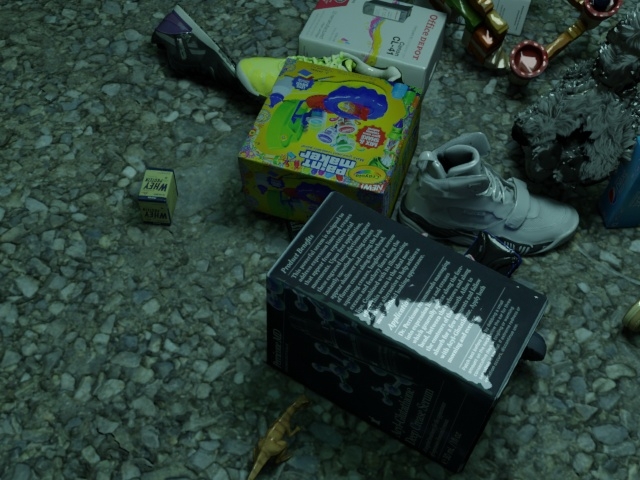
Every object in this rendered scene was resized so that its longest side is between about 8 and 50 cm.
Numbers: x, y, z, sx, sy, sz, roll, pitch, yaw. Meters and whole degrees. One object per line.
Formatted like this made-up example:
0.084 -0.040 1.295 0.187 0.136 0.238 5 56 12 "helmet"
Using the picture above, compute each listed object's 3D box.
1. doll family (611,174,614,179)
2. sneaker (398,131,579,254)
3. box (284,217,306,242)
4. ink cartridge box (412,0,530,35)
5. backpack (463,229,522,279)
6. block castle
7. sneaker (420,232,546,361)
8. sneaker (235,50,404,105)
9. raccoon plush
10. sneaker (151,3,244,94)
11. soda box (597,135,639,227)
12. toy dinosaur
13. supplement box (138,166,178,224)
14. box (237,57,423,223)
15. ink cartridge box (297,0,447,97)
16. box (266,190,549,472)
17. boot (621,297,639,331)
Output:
0.735 -0.141 1.674 0.163 0.118 0.263 -20 57 -17 "doll family"
0.344 -0.089 1.559 0.365 0.210 0.137 6 54 1 "sneaker"
0.000 0.000 1.589 0.116 0.029 0.162 -11 53 -11 "box"
0.397 -0.663 2.039 0.289 0.122 0.211 14 55 7 "ink cartridge box"
0.318 0.059 1.520 0.098 0.101 0.120 40 94 25 "backpack"
0.431 -0.606 1.821 0.303 0.213 0.453 -39 84 3 "block castle"
0.278 0.096 1.432 0.319 0.112 0.131 31 70 10 "sneaker"
0.004 -0.362 1.760 0.384 0.147 0.145 10 50 -5 "sneaker"
0.562 -0.290 1.599 0.216 0.446 0.299 43 23 -6 "raccoon plush"
-0.285 -0.416 1.859 0.124 0.107 0.283 -43 70 2 "sneaker"
0.633 -0.114 1.591 0.071 0.210 0.067 -2 54 -7 "soda box"
-0.087 0.338 1.283 0.064 0.112 0.212 24 57 13 "toy dinosaur"
-0.327 -0.089 1.604 0.056 0.083 0.083 5 55 2 "supplement box"
0.026 -0.181 1.587 0.289 0.177 0.279 15 59 11 "box"
0.123 -0.462 1.874 0.306 0.131 0.226 16 54 10 "ink cartridge box"
0.125 0.153 1.319 0.395 0.294 0.212 27 57 17 "box"
0.713 0.166 1.466 0.261 0.095 0.204 -16 57 -19 "boot"
